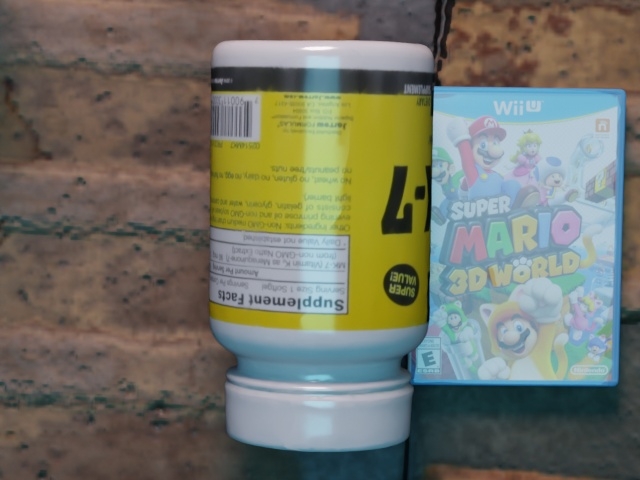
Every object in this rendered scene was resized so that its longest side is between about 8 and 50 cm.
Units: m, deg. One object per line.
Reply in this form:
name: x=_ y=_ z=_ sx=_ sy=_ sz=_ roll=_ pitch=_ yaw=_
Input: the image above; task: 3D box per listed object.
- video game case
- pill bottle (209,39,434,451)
video game case: x=0.109 y=-0.002 z=1.013 sx=0.119 sy=0.015 sz=0.166 roll=1 pitch=94 yaw=-1
pill bottle: x=0.000 y=0.000 z=0.959 sx=0.119 sy=0.119 sz=0.208 roll=1 pitch=95 yaw=-1
